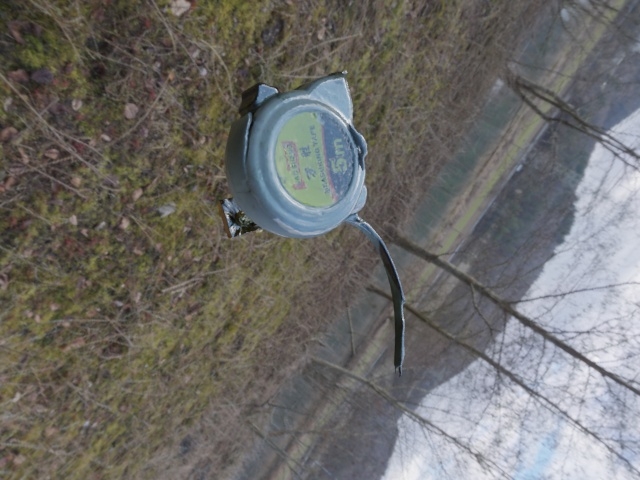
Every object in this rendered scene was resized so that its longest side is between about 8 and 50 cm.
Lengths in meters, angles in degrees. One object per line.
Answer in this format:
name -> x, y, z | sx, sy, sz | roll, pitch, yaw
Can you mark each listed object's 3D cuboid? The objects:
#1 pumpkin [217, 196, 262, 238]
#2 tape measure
pumpkin -> -0.157, -0.048, 0.812 | 0.074, 0.083, 0.054 | -20, -175, -31
tape measure -> 0.000, 0.000, 0.437 | 0.164, 0.329, 0.084 | -18, -169, -26
